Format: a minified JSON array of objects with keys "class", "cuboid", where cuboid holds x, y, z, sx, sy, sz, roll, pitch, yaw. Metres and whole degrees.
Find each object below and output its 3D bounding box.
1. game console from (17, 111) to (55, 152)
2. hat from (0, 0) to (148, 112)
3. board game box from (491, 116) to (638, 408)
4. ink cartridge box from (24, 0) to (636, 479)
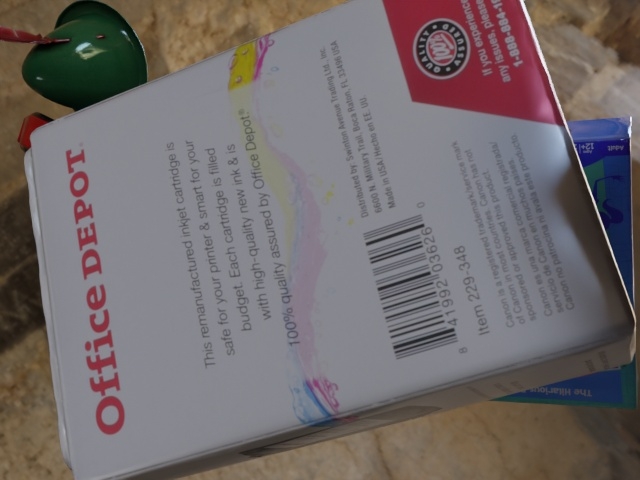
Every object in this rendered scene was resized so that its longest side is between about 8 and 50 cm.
[{"class":"game console","cuboid":[-0.282,-0.091,1.261,0.060,0.342,0.386,-66,22,-1]},{"class":"hat","cuboid":[-0.356,-0.213,1.070,0.183,0.208,0.173,-28,-54,-51]},{"class":"board game box","cuboid":[0.144,0.021,0.612,0.047,0.160,0.210,-55,-42,-57]},{"class":"ink cartridge box","cuboid":[0.000,0.000,0.499,0.306,0.226,0.131,-18,-19,17]}]
